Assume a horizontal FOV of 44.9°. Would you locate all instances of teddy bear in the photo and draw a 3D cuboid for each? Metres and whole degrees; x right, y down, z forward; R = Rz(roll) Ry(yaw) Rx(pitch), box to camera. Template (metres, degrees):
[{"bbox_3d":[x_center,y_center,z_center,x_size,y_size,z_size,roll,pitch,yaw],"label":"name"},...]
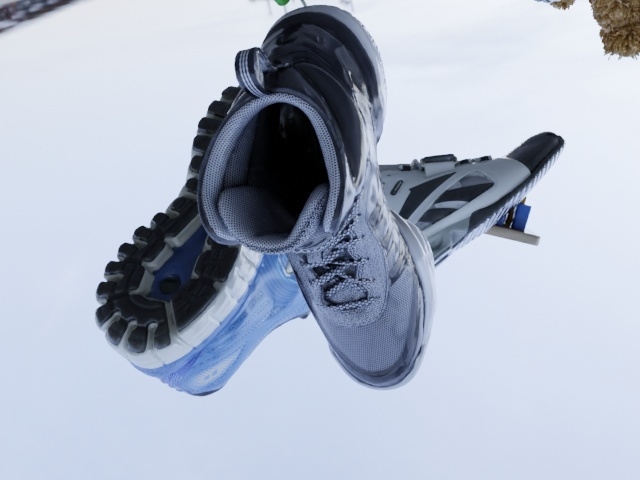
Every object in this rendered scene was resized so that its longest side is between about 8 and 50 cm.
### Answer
[{"bbox_3d":[0.442,-0.427,1.151,0.245,0.337,0.113,-12,167,21],"label":"teddy bear"}]

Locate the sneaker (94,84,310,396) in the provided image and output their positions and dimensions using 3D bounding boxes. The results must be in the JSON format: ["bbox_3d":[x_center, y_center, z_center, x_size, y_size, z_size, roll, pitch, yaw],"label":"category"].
[{"bbox_3d":[-0.051,-0.017,0.651,0.130,0.147,0.330,20,-119,27],"label":"sneaker"}]

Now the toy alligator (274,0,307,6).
[{"bbox_3d":[-0.038,-0.203,0.519,0.051,0.190,0.056,-43,-163,26],"label":"toy alligator"}]

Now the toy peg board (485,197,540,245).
[{"bbox_3d":[0.223,-0.060,1.103,0.161,0.079,0.160,13,-171,-2],"label":"toy peg board"}]

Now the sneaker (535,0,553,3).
[{"bbox_3d":[0.131,-0.293,0.413,0.146,0.343,0.134,-4,165,35],"label":"sneaker"}]

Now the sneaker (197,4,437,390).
[{"bbox_3d":[0.000,0.000,0.476,0.101,0.268,0.153,-6,-160,21],"label":"sneaker"}]

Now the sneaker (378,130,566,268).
[{"bbox_3d":[0.133,-0.056,0.906,0.331,0.146,0.122,-35,166,-9],"label":"sneaker"}]
